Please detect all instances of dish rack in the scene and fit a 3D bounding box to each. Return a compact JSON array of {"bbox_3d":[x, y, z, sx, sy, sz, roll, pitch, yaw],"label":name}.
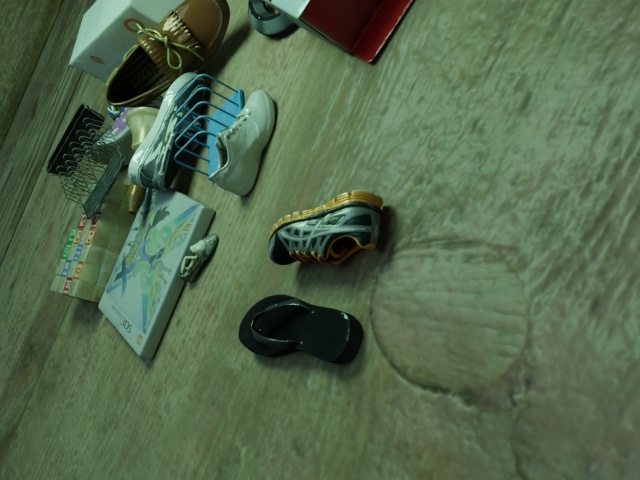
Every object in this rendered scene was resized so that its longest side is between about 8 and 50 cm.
[{"bbox_3d":[-0.571,-0.189,1.562,0.208,0.074,0.271,-55,45,16],"label":"dish rack"}]

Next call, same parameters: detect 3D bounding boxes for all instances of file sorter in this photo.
[{"bbox_3d":[-0.230,-0.235,1.304,0.118,0.104,0.170,-34,48,35],"label":"file sorter"}]

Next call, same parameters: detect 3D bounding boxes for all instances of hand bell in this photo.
[{"bbox_3d":[-0.406,-0.170,1.462,0.126,0.126,0.242,-21,56,44],"label":"hand bell"}]

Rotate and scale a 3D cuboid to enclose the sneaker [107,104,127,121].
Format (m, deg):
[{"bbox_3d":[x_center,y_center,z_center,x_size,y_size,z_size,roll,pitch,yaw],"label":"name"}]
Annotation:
[{"bbox_3d":[-0.557,-0.375,1.788,0.211,0.081,0.080,5,78,53],"label":"sneaker"}]

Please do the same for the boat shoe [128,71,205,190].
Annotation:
[{"bbox_3d":[-0.310,-0.241,1.413,0.102,0.108,0.301,16,64,16],"label":"boat shoe"}]

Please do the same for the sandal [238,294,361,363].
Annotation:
[{"bbox_3d":[-0.045,0.124,0.940,0.254,0.054,0.097,-6,67,49],"label":"sandal"}]

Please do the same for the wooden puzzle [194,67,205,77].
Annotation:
[{"bbox_3d":[-0.301,-0.383,1.543,0.049,0.006,0.083,7,78,52],"label":"wooden puzzle"}]

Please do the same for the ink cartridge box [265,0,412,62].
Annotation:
[{"bbox_3d":[0.062,-0.488,1.058,0.309,0.130,0.272,-57,40,13],"label":"ink cartridge box"}]

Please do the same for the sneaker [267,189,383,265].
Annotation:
[{"bbox_3d":[0.000,0.000,0.929,0.215,0.084,0.083,-26,58,40],"label":"sneaker"}]

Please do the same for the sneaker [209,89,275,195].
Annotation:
[{"bbox_3d":[-0.152,-0.197,1.199,0.080,0.094,0.212,-5,68,51],"label":"sneaker"}]

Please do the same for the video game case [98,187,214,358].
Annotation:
[{"bbox_3d":[-0.366,0.048,1.381,0.300,0.036,0.329,24,91,52],"label":"video game case"}]

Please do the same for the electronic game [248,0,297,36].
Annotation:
[{"bbox_3d":[-0.067,-0.525,1.298,0.229,0.048,0.229,-15,67,40],"label":"electronic game"}]

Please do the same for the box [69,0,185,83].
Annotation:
[{"bbox_3d":[-0.461,-0.537,1.642,0.345,0.215,0.168,-16,60,45],"label":"box"}]

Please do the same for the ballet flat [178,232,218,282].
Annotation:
[{"bbox_3d":[-0.241,0.032,1.236,0.114,0.041,0.041,-57,39,13],"label":"ballet flat"}]

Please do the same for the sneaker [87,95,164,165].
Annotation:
[{"bbox_3d":[-0.503,-0.300,1.682,0.282,0.102,0.161,-15,56,34],"label":"sneaker"}]

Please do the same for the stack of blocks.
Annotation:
[{"bbox_3d":[-0.560,0.002,1.596,0.171,0.087,0.297,3,74,50],"label":"stack of blocks"}]

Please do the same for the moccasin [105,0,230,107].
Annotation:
[{"bbox_3d":[-0.355,-0.428,1.443,0.380,0.139,0.147,-25,15,28],"label":"moccasin"}]
